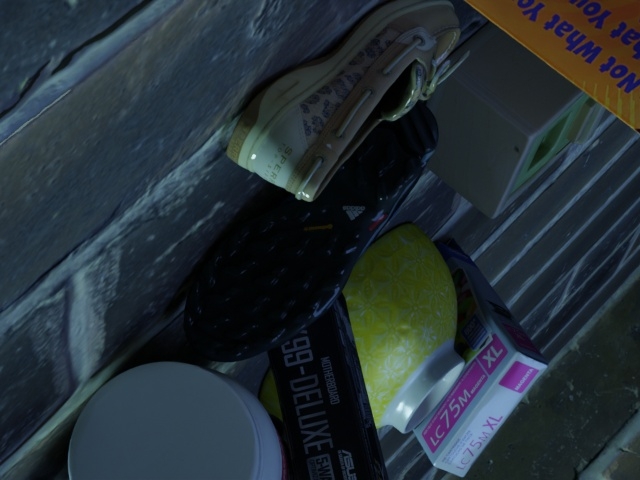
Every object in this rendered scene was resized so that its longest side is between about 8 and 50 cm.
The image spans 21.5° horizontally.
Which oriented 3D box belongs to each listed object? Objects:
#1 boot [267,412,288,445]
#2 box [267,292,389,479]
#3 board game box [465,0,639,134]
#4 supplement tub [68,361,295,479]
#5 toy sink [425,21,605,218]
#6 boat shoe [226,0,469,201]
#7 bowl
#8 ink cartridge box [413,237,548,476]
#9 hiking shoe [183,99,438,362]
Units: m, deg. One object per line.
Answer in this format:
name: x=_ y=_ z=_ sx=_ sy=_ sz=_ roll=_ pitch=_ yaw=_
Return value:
boot: x=-0.079 y=0.286 z=2.014 sx=0.338 sy=0.118 sz=0.223 roll=-37 pitch=156 yaw=-49
box: x=0.011 y=0.184 z=1.684 sx=0.076 sy=0.308 sz=0.242 roll=-14 pitch=164 yaw=4
board game box: x=0.310 y=-0.284 z=1.280 sx=0.357 sy=0.356 sz=0.356 roll=-55 pitch=164 yaw=18
supplement tub: x=-0.123 y=0.223 z=1.574 sx=0.191 sy=0.191 sz=0.272 roll=-48 pitch=165 yaw=-9
toy sink: x=0.227 y=-0.160 z=1.779 sx=0.234 sy=0.131 sz=0.153 roll=-42 pitch=163 yaw=-31
boat shoe: x=0.039 y=-0.118 z=1.417 sx=0.285 sy=0.089 sz=0.105 roll=-39 pitch=161 yaw=-38
bowl: x=0.079 y=0.138 z=2.024 sx=0.289 sy=0.156 sz=0.289 roll=-45 pitch=164 yaw=-17
ink cartridge box: x=0.158 y=0.134 z=2.151 sx=0.065 sy=0.311 sz=0.186 roll=25 pitch=109 yaw=-29
hiking shoe: x=0.000 y=0.000 z=1.549 sx=0.304 sy=0.113 sz=0.132 roll=-45 pitch=170 yaw=-4
